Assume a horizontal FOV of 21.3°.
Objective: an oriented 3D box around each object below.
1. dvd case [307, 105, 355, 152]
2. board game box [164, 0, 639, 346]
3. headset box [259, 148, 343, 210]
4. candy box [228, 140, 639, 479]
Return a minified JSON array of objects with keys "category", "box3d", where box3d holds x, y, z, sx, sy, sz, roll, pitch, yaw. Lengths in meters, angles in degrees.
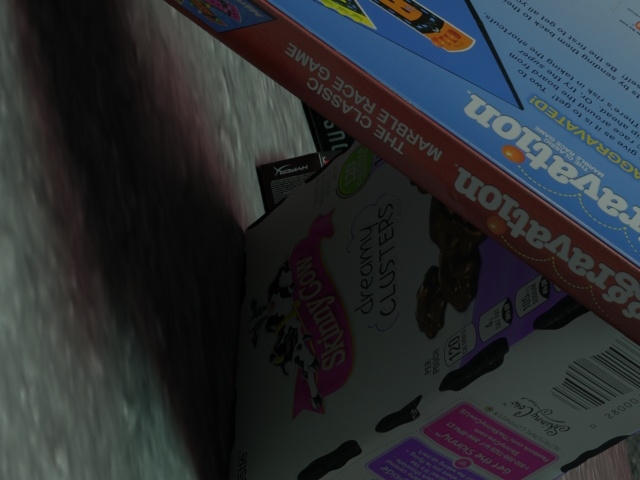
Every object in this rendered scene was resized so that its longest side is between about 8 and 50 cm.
[{"category":"dvd case","box3d":[0.013,-0.144,1.007,0.239,0.029,0.179,-80,155,-60]},{"category":"board game box","box3d":[0.047,-0.073,0.571,0.145,0.281,0.027,-42,165,-49]},{"category":"headset box","box3d":[0.000,0.000,0.821,0.062,0.032,0.083,-16,94,-77]},{"category":"candy box","box3d":[0.053,0.019,0.660,0.070,0.196,0.165,32,38,-28]}]
